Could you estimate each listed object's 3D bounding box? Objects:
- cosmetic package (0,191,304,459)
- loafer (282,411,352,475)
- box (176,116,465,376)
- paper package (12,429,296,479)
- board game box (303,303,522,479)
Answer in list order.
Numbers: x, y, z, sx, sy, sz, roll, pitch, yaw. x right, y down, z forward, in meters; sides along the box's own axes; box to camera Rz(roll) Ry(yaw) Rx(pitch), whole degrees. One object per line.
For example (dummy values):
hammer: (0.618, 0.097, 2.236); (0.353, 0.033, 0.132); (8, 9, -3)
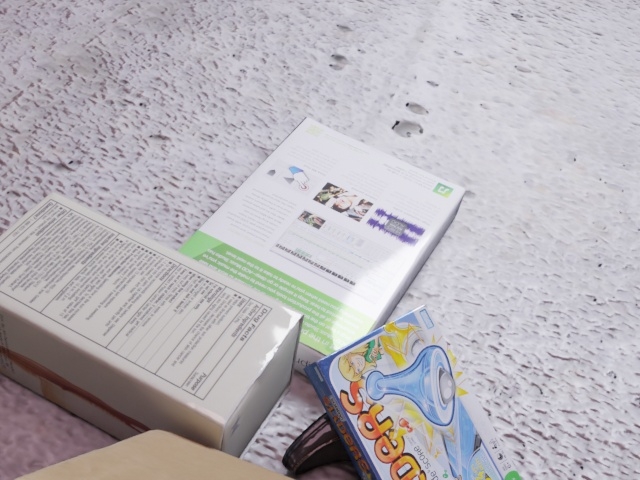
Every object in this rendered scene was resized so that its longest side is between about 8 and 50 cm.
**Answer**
cosmetic package: (-0.183, 0.093, 0.837); (0.296, 0.129, 0.153); (26, 48, 15)
loafer: (0.044, 0.188, 0.832); (0.170, 0.062, 0.061); (-22, 59, -25)
box: (0.000, 0.000, 1.002); (0.232, 0.058, 0.322); (27, 48, 15)
paper package: (-0.038, 0.266, 0.568); (0.324, 0.309, 0.168); (19, 86, 8)
board game box: (0.089, 0.177, 0.808); (0.136, 0.035, 0.201); (-25, 81, -29)
